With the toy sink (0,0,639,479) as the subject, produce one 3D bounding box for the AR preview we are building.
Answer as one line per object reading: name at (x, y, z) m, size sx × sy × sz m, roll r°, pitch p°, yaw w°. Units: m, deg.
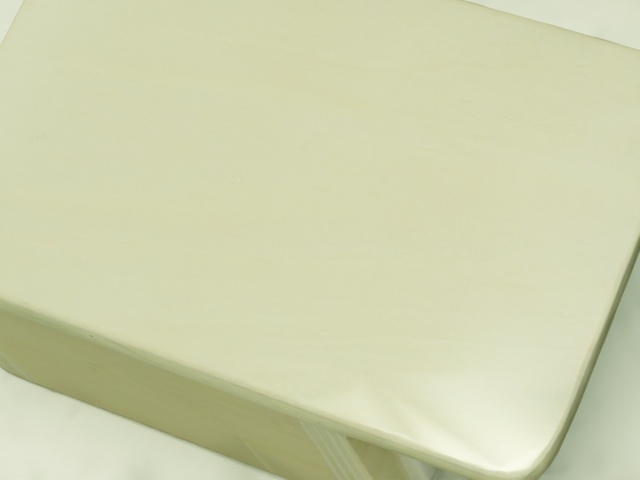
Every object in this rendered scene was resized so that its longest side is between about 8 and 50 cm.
toy sink at (0.000, 0.000, 0.659) m, size 0.234 × 0.131 × 0.153 m, roll 17°, pitch 71°, yaw 19°
